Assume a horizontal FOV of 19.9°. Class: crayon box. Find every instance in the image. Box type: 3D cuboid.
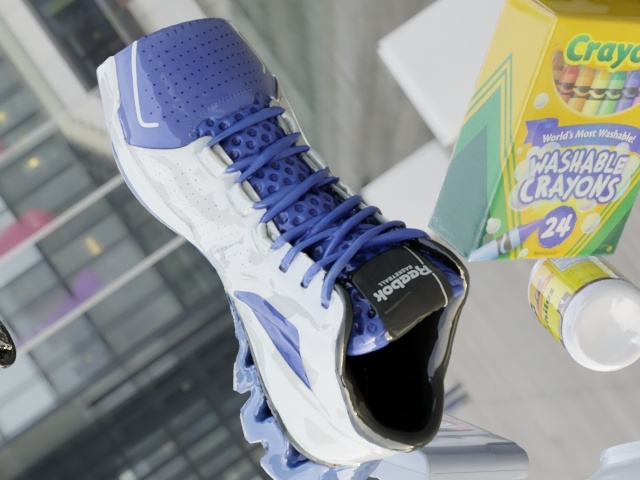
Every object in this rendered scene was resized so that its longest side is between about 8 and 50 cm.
[{"bbox_3d":[0.251,-0.137,1.816,0.083,0.203,0.323,44,126,45],"label":"crayon box"}]

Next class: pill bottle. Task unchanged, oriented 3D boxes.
[{"bbox_3d":[0.332,0.078,2.289,0.117,0.117,0.215,56,180,-18],"label":"pill bottle"}]

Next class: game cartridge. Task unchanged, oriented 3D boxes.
[{"bbox_3d":[0.072,0.223,2.104,0.196,0.060,0.294,-1,-167,-42],"label":"game cartridge"}]

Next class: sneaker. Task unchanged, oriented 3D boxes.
[{"bbox_3d":[0.000,0.001,1.105,0.182,0.127,0.315,-19,96,58],"label":"sneaker"}]

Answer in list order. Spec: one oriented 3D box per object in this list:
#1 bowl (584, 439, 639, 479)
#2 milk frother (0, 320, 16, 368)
[{"bbox_3d":[0.339,0.257,1.698,0.298,0.298,0.134,65,-160,-73],"label":"bowl"},{"bbox_3d":[-0.337,0.089,1.446,0.143,0.135,0.129,45,-142,-23],"label":"milk frother"}]
